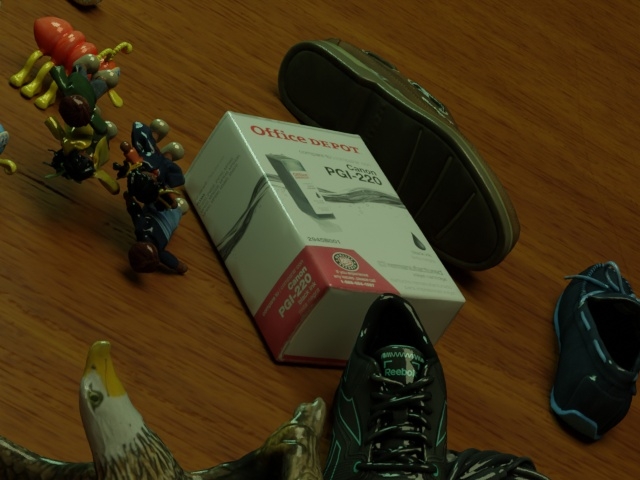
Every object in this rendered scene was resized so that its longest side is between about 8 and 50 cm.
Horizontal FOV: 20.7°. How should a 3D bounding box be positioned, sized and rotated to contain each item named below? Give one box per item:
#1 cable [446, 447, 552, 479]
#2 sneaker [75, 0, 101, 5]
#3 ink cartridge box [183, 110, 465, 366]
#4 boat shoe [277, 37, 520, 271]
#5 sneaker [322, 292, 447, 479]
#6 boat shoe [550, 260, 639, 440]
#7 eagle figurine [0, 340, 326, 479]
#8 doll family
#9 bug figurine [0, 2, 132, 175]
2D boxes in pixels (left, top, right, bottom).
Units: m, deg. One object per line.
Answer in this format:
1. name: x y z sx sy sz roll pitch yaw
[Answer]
1. cable: 0.132 0.224 1.346 0.150 0.047 0.184 32 33 5
2. sneaker: -0.242 -0.254 1.678 0.083 0.032 0.037 44 16 6
3. ink cartridge box: 0.000 0.000 1.485 0.158 0.092 0.218 8 37 -40
4. boat shoe: 0.096 -0.096 1.703 0.307 0.111 0.104 48 33 22
5. sneaker: 0.045 0.143 1.286 0.101 0.106 0.267 4 32 -4
6. boat shoe: 0.279 0.091 1.638 0.109 0.089 0.258 29 29 -10
7. eagle figurine: -0.140 0.163 1.026 0.226 0.298 0.225 70 12 -77
8. doll family: -0.158 -0.055 1.388 0.193 0.076 0.111 42 20 -17
9. bug figurine: -0.285 -0.155 1.439 0.216 0.072 0.279 37 30 4
